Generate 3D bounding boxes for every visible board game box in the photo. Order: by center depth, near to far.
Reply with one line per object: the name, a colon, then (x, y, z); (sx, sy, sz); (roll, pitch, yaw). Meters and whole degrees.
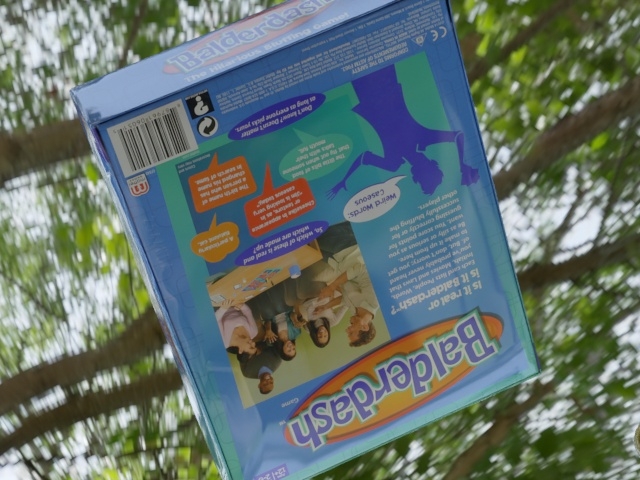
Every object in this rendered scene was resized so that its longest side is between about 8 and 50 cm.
board game box: (0.000, 0.000, 0.744); (0.160, 0.047, 0.210); (-23, -59, -10)

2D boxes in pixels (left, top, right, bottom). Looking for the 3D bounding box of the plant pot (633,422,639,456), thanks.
plant pot: (0.257, 0.133, 0.949); (0.134, 0.134, 0.095); (-26, -78, -11)
